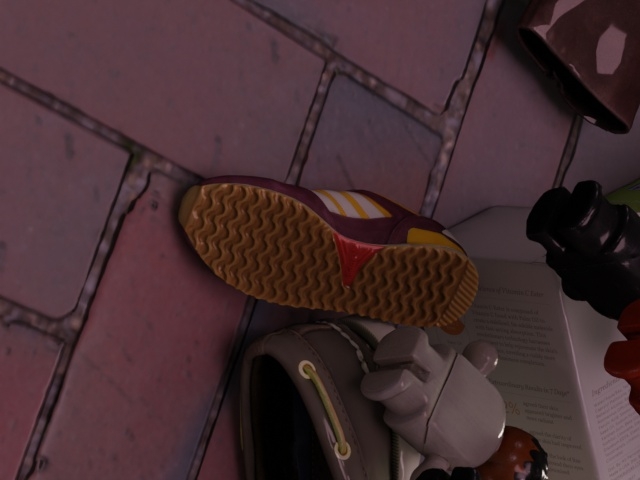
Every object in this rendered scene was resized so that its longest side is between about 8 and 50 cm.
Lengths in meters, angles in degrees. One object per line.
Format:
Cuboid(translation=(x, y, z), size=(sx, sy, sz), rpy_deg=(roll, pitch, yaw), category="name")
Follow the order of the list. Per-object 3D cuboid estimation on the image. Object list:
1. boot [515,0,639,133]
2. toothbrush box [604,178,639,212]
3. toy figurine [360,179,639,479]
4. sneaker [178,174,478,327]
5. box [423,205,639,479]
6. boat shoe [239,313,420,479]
Cuboid(translation=(0.186, -0.219, 1.235), size=(0.248, 0.090, 0.207), rpy_deg=(47, 64, -32), category="boot")
Cuboid(translation=(0.288, 0.053, 1.321), size=(0.283, 0.122, 0.206), rpy_deg=(-26, 109, -37), category="toothbrush box")
Cuboid(translation=(0.143, 0.099, 1.014), size=(0.209, 0.213, 0.148), rpy_deg=(-43, 118, 10), category="toy figurine")
Cuboid(translation=(0.000, 0.000, 1.109), size=(0.185, 0.084, 0.070), rpy_deg=(19, 107, -18), category="sneaker")
Cuboid(translation=(0.146, 0.073, 1.192), size=(0.091, 0.130, 0.171), rpy_deg=(-26, 110, -37), category="box")
Cuboid(translation=(0.006, 0.198, 1.096), size=(0.091, 0.109, 0.305), rpy_deg=(-4, 90, -41), category="boat shoe")
